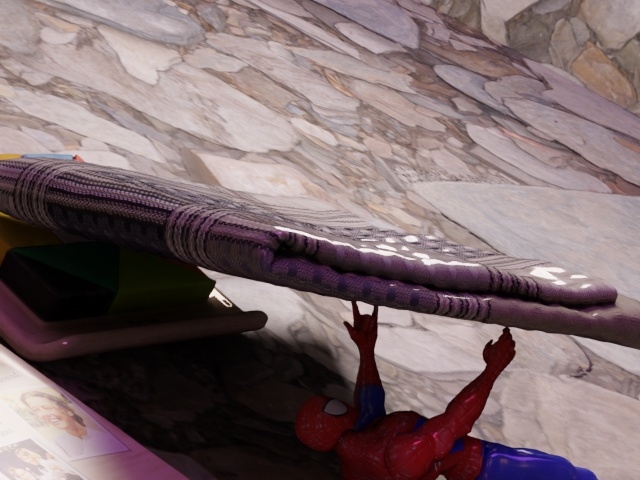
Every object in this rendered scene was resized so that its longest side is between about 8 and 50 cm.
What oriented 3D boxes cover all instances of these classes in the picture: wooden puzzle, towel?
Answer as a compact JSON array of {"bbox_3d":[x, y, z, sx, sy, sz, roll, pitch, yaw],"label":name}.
[{"bbox_3d":[-0.176,-0.003,1.177,0.239,0.044,0.221,35,21,27],"label":"wooden puzzle"},{"bbox_3d":[0.000,0.000,1.106,0.324,0.056,0.312,12,0,-39],"label":"towel"}]

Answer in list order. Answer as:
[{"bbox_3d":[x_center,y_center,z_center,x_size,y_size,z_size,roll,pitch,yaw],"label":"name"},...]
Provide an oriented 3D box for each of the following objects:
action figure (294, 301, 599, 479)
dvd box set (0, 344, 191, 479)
[{"bbox_3d":[0.111,0.107,1.111,0.280,0.139,0.091,14,-20,-27],"label":"action figure"},{"bbox_3d":[-0.154,0.152,0.764,0.420,0.062,0.307,32,20,18],"label":"dvd box set"}]
